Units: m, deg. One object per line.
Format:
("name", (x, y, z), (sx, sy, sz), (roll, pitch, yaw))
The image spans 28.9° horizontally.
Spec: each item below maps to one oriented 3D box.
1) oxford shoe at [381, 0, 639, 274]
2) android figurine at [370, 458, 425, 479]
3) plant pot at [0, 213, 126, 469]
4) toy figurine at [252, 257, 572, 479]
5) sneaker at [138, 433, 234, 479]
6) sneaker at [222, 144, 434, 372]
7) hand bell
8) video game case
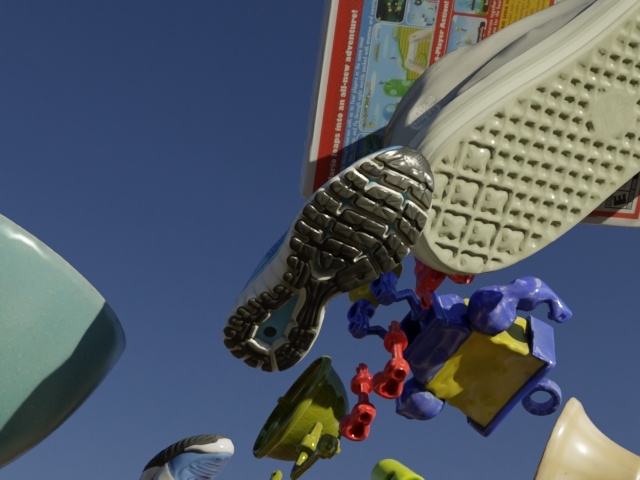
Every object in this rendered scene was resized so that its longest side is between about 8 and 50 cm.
("oxford shoe", (0.225, -0.127, 0.894), (0.449, 0.130, 0.169), (-30, -66, -13))
("android figurine", (0.157, 0.337, 1.414), (0.248, 0.056, 0.273), (39, -6, -13))
("plant pot", (-0.334, 0.098, 1.015), (0.290, 0.195, 0.290), (22, -26, 11))
("toy figurine", (0.115, 0.137, 1.121), (0.217, 0.191, 0.362), (27, -62, -18))
("sneaker", (-0.168, 0.293, 1.391), (0.211, 0.081, 0.080), (-43, -37, 21))
("sneaker", (0.000, 0.000, 0.717), (0.063, 0.073, 0.162), (37, -65, -18))
("hand bell", (0.311, 0.236, 1.073), (0.242, 0.126, 0.126), (19, -24, 21))
("video game case", (0.136, -0.118, 0.961), (0.285, 0.025, 0.204), (4, -71, -11))
